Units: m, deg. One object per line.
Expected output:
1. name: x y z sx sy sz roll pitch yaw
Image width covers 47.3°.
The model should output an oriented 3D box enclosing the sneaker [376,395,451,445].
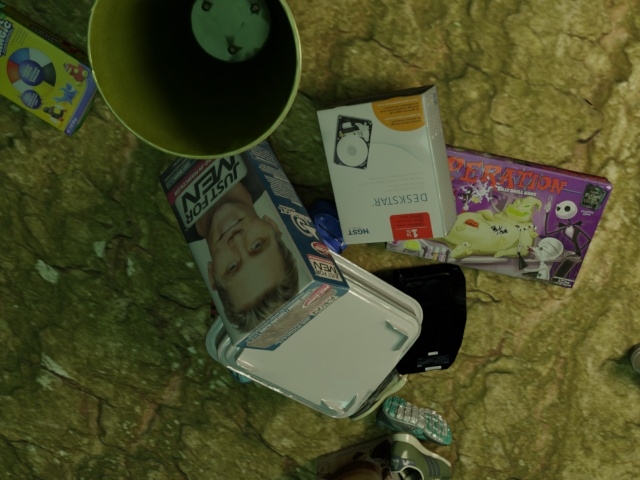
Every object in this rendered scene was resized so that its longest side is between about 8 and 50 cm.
1. sneaker: 0.187 0.375 1.485 0.166 0.065 0.076 29 130 -6

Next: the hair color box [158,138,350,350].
1. hair color box: -0.116 -0.017 1.170 0.174 0.347 0.105 -41 151 20

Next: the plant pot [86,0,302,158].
1. plant pot: -0.150 -0.293 1.054 0.275 0.293 0.274 2 115 4

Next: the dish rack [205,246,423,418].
1. dish rack: 0.000 0.171 1.279 0.333 0.072 0.285 30 105 -24

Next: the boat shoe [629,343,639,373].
1. boat shoe: 0.711 0.273 1.373 0.258 0.084 0.095 16 114 0

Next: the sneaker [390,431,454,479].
1. sneaker: 0.200 0.465 1.478 0.064 0.086 0.192 -17 134 39

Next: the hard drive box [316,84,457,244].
1. hard drive box: 0.112 -0.121 1.194 0.181 0.089 0.232 -5 109 24

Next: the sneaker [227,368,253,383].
1. sneaker: -0.139 0.171 1.362 0.104 0.125 0.261 5 115 -5

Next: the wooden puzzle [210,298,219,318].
1. wooden puzzle: -0.188 0.131 1.416 0.049 0.006 0.083 8 116 0

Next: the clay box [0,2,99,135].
1. clay box: -0.480 -0.288 1.212 0.222 0.053 0.127 31 113 -11

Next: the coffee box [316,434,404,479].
1. coffee box: 0.082 0.541 1.430 0.168 0.297 0.118 -22 112 13

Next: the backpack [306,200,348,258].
1. backpack: 0.000 0.000 1.291 0.098 0.101 0.120 36 110 -23

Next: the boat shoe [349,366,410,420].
1. boat shoe: 0.107 0.298 1.452 0.152 0.056 0.049 -42 100 9

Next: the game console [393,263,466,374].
1. game console: 0.094 0.159 1.360 0.361 0.044 0.213 -6 115 -5

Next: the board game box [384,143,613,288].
1. board game box: 0.304 -0.045 1.279 0.347 0.056 0.208 11 111 -1
